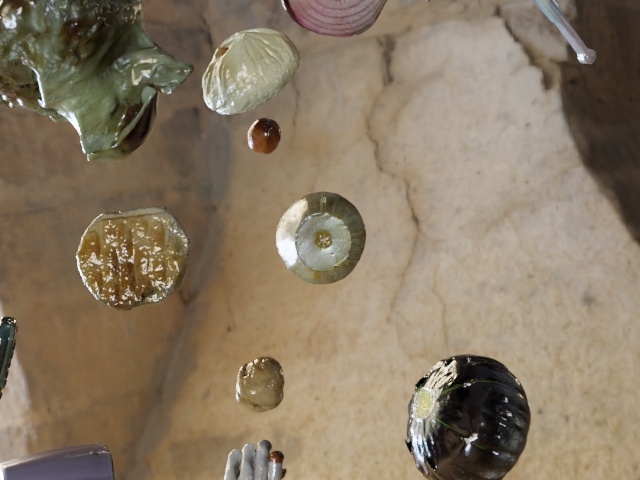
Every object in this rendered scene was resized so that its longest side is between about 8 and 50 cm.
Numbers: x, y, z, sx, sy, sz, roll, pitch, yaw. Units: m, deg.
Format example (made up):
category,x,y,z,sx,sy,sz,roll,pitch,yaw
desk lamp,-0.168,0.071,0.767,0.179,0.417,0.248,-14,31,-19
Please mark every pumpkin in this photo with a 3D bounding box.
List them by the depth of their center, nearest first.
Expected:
category,x,y,z,sx,sy,sz,roll,pitch,yaw
pumpkin,0.334,0.394,1.905,0.296,0.295,0.296,-9,-177,0
pumpkin,-0.007,-0.007,2.038,0.217,0.217,0.110,-8,176,11

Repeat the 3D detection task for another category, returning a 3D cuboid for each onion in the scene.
category,x,y,z,sx,sy,sz,roll,pitch,yaw
onion,0.035,-0.545,1.725,0.272,0.230,0.256,29,137,-32

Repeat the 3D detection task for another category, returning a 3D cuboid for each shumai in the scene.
category,x,y,z,sx,sy,sz,roll,pitch,yaw
shumai,-0.437,-0.307,1.651,0.395,0.348,0.395,-33,-162,12

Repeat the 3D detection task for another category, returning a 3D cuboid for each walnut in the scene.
category,x,y,z,sx,sy,sz,roll,pitch,yaw
walnut,-0.168,0.409,2.549,0.149,0.166,0.166,32,173,-12

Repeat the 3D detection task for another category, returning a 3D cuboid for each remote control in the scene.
category,x,y,z,sx,sy,sz,roll,pitch,yaw
remote control,-0.455,0.209,1.222,0.042,0.222,0.072,18,-172,-23

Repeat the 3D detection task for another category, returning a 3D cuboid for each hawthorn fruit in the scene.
category,x,y,z,sx,sy,sz,roll,pitch,yaw
hawthorn fruit,-0.129,-0.247,2.089,0.081,0.081,0.093,-10,162,-15

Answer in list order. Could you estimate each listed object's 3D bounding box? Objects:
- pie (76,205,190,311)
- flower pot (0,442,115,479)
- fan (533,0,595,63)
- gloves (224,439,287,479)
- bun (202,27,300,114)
category,x,y,z,sx,sy,sz,roll,pitch,yaw
pie,-0.316,0.031,1.534,0.195,0.195,0.046,-9,166,2
flower pot,-0.620,0.591,2.066,0.243,0.265,0.265,9,173,-31
fan,0.326,-0.372,1.335,0.057,0.282,0.023,-53,-158,-18
gloves,-0.165,0.569,2.092,0.219,0.140,0.131,-43,-157,25
bun,-0.156,-0.351,1.842,0.220,0.134,0.220,-29,-153,16
